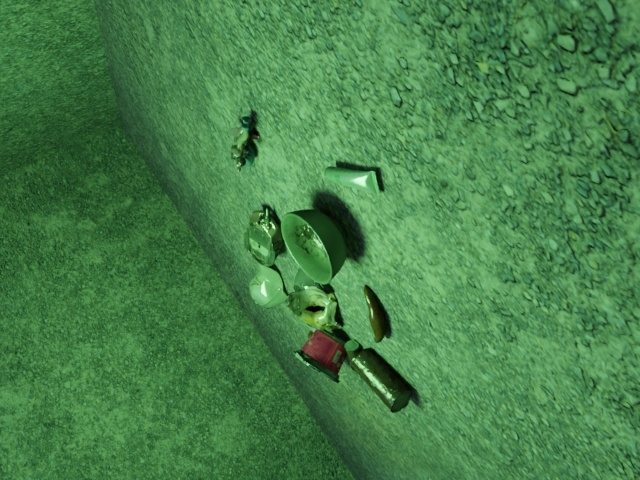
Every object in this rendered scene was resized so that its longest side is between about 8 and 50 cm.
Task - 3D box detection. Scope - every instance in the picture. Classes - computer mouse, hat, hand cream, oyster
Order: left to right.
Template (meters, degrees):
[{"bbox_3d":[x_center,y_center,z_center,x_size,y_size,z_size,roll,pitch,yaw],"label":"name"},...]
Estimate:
[{"bbox_3d":[-0.327,0.234,2.402,0.258,0.168,0.301,37,149,37],"label":"hat"},{"bbox_3d":[-0.260,-0.029,2.030,0.199,0.115,0.389,30,137,17],"label":"computer mouse"},{"bbox_3d":[-0.019,0.302,1.916,0.100,0.275,0.271,-85,8,-47],"label":"oyster"},{"bbox_3d":[0.093,-0.182,1.250,0.205,0.050,0.078,21,138,47],"label":"hand cream"}]

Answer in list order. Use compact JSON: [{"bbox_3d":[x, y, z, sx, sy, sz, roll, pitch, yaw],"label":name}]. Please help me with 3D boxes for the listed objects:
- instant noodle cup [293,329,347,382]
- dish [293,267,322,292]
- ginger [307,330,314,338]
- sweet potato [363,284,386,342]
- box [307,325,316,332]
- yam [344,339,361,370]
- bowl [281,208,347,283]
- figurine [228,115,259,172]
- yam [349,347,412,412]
[{"bbox_3d":[0.023,0.531,2.029,0.258,0.181,0.302,32,168,7],"label":"instant noodle cup"},{"bbox_3d":[-0.060,0.246,2.022,0.246,0.078,0.224,51,154,13],"label":"dish"},{"bbox_3d":[0.001,0.543,2.283,0.162,0.073,0.103,47,168,8],"label":"ginger"},{"bbox_3d":[0.208,0.289,1.596,0.078,0.058,0.255,-126,18,-66],"label":"sweet potato"},{"bbox_3d":[-0.030,0.425,2.217,0.130,0.051,0.129,36,149,41],"label":"box"},{"bbox_3d":[0.160,0.534,1.975,0.068,0.068,0.169,32,150,44],"label":"yam"},{"bbox_3d":[0.000,0.000,1.526,0.289,0.146,0.289,42,150,31],"label":"bowl"},{"bbox_3d":[-0.294,-0.364,1.672,0.260,0.103,0.205,121,139,-59],"label":"figurine"},{"bbox_3d":[0.253,0.579,1.789,0.280,0.131,0.131,43,153,35],"label":"yam"}]
